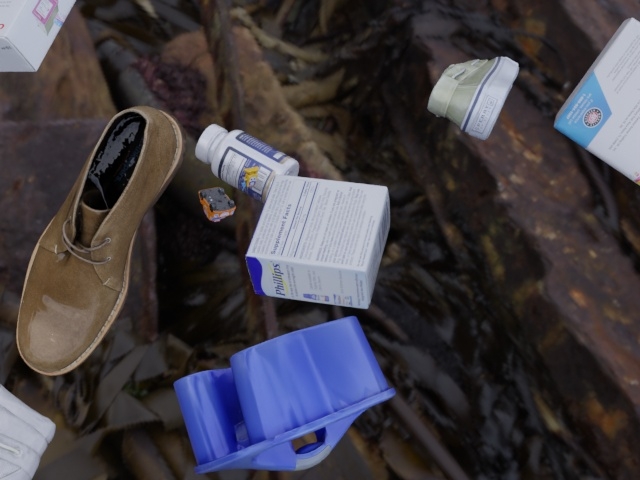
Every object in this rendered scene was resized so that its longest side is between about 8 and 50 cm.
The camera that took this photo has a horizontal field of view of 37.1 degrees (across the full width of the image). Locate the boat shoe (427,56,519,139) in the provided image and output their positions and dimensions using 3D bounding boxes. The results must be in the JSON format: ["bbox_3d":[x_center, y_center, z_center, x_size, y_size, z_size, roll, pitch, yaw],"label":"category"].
[{"bbox_3d":[0.213,-0.214,1.330,0.094,0.109,0.302,27,17,4],"label":"boat shoe"}]

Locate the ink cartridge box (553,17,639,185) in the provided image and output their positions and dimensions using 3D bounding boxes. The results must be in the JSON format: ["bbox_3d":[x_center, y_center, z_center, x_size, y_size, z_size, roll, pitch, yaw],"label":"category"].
[{"bbox_3d":[0.537,-0.192,1.498,0.270,0.198,0.197,36,18,5],"label":"ink cartridge box"}]

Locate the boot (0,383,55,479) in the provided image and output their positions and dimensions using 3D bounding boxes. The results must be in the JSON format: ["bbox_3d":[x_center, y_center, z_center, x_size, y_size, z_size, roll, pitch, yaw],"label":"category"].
[{"bbox_3d":[-0.404,0.182,0.973,0.258,0.095,0.123,27,53,-1],"label":"boot"}]

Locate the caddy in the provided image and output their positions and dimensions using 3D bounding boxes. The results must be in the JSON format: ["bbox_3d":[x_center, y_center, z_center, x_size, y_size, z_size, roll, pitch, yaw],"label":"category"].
[{"bbox_3d":[-0.043,0.235,1.353,0.341,0.241,0.179,-8,75,-56],"label":"caddy"}]

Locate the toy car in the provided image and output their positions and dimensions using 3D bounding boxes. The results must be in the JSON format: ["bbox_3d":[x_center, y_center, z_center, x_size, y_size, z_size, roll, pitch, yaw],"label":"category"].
[{"bbox_3d":[-0.116,-0.057,1.321,0.060,0.040,0.122,33,41,29],"label":"toy car"}]

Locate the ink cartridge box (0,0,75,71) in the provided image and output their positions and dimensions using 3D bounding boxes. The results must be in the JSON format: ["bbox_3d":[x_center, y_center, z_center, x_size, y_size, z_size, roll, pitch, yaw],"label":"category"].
[{"bbox_3d":[-0.298,-0.224,0.926,0.088,0.052,0.122,5,59,27],"label":"ink cartridge box"}]

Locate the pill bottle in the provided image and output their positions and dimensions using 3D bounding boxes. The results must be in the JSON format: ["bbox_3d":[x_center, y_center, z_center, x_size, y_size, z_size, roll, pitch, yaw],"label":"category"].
[{"bbox_3d":[-0.130,-0.135,1.665,0.169,0.094,0.094,30,45,13],"label":"pill bottle"}]

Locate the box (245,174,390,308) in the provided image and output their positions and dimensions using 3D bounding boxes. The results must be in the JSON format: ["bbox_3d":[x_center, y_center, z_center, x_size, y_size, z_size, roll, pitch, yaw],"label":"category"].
[{"bbox_3d":[0.000,0.000,1.080,0.137,0.072,0.126,8,52,13],"label":"box"}]

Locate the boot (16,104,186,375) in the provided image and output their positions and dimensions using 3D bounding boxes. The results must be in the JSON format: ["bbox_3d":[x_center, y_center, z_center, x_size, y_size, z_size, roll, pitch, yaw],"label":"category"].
[{"bbox_3d":[-0.240,0.000,0.967,0.112,0.305,0.115,25,4,2],"label":"boot"}]
